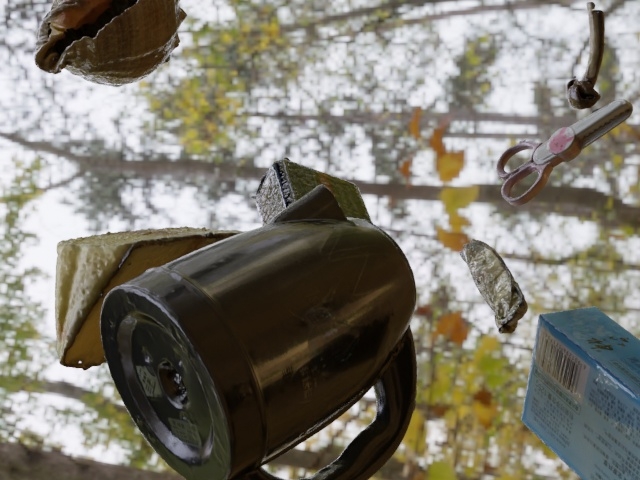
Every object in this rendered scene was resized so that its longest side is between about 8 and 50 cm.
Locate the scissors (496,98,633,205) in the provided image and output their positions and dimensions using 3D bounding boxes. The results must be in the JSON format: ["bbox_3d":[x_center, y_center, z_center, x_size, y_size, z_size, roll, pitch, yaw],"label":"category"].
[{"bbox_3d":[0.381,-0.147,1.832,0.030,0.242,0.118,37,-146,-35],"label":"scissors"}]

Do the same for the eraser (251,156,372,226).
[{"bbox_3d":[0.000,0.000,1.687,0.101,0.155,0.332,-63,22,23],"label":"eraser"}]

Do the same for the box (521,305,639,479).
[{"bbox_3d":[0.314,0.185,1.236,0.083,0.232,0.142,-7,-63,-25],"label":"box"}]

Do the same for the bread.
[{"bbox_3d":[-0.198,0.076,1.419,0.240,0.135,0.178,-6,-82,-57],"label":"bread"}]

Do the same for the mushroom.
[{"bbox_3d":[0.471,-0.321,2.048,0.061,0.060,0.187,-2,-78,-71],"label":"mushroom"}]

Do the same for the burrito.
[{"bbox_3d":[0.273,0.064,1.850,0.229,0.058,0.063,-107,6,-57],"label":"burrito"}]

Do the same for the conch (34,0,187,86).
[{"bbox_3d":[-0.348,-0.363,2.031,0.210,0.297,0.352,48,-143,-32],"label":"conch"}]

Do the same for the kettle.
[{"bbox_3d":[-0.021,0.126,1.249,0.324,0.228,0.321,-27,-81,-34],"label":"kettle"}]
